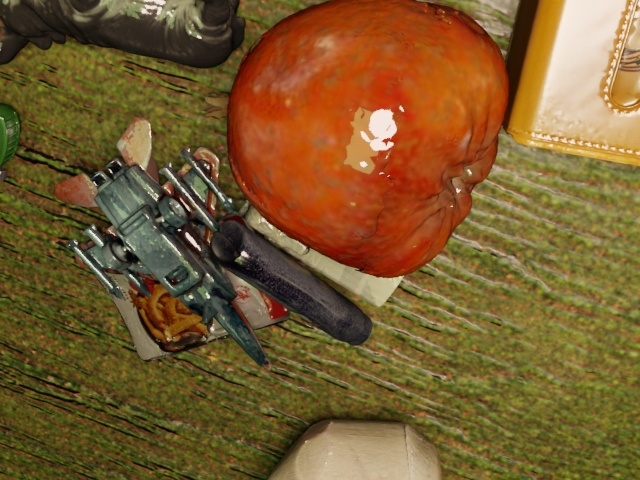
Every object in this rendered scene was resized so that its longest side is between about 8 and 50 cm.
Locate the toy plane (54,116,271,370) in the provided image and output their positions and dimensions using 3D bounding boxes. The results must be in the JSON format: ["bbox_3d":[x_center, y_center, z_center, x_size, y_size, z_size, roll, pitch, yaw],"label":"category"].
[{"bbox_3d":[-0.162,0.028,0.808,0.223,0.104,0.326,-36,90,14],"label":"toy plane"}]

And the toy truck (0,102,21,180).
[{"bbox_3d":[-0.490,-0.139,0.839,0.242,0.101,0.125,17,108,1],"label":"toy truck"}]

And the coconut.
[{"bbox_3d":[0.039,0.328,0.865,0.234,0.224,0.224,-7,109,12],"label":"coconut"}]

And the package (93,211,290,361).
[{"bbox_3d":[-0.168,0.064,0.893,0.239,0.030,0.154,-19,104,17],"label":"package"}]

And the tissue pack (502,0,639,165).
[{"bbox_3d":[0.290,-0.221,0.645,0.194,0.145,0.274,11,111,8],"label":"tissue pack"}]

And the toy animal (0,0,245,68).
[{"bbox_3d":[-0.247,-0.258,0.727,0.343,0.106,0.168,4,154,11],"label":"toy animal"}]

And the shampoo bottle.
[{"bbox_3d":[-0.025,0.057,0.798,0.234,0.087,0.049,37,93,-37],"label":"shampoo bottle"}]

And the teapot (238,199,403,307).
[{"bbox_3d":[0.000,0.000,0.798,0.200,0.107,0.077,32,118,-2],"label":"teapot"}]

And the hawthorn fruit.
[{"bbox_3d":[0.016,-0.112,0.683,0.307,0.276,0.276,20,113,18],"label":"hawthorn fruit"}]
